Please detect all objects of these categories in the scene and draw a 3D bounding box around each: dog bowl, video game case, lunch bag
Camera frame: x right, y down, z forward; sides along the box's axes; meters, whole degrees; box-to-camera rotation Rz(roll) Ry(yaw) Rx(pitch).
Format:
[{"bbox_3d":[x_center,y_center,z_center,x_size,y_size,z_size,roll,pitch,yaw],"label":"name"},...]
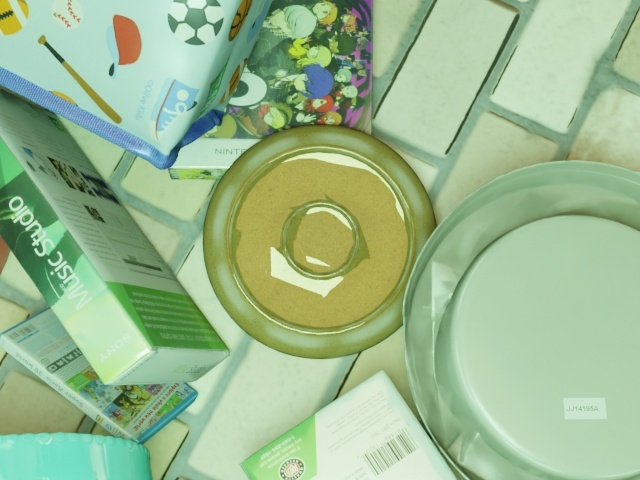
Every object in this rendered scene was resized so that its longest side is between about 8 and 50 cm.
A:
[{"bbox_3d":[0.241,0.104,1.108,0.349,0.102,0.349,1,73,-3],"label":"dog bowl"},{"bbox_3d":[-0.050,-0.175,1.229,0.210,0.042,0.232,2,75,-1],"label":"video game case"},{"bbox_3d":[-0.210,0.123,1.119,0.166,0.119,0.015,36,115,10],"label":"video game case"},{"bbox_3d":[-0.222,-0.306,1.069,0.385,0.239,0.328,25,110,3],"label":"lunch bag"}]

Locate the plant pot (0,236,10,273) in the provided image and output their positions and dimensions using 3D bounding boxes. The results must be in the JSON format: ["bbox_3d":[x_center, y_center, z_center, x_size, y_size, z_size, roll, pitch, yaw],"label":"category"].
[{"bbox_3d":[-0.449,-0.049,1.096,0.275,0.243,0.275,0,75,1],"label":"plant pot"}]

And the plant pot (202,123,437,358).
[{"bbox_3d":[0.000,0.000,1.162,0.236,0.032,0.236,0,88,0],"label":"plant pot"}]

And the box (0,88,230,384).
[{"bbox_3d":[-0.226,-0.007,1.087,0.058,0.232,0.322,-40,77,5],"label":"box"}]

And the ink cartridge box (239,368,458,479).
[{"bbox_3d":[0.052,0.257,1.085,0.160,0.092,0.219,-32,77,-7],"label":"ink cartridge box"}]

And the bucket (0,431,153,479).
[{"bbox_3d":[-0.262,0.278,0.999,0.281,0.281,0.183,-7,69,-1],"label":"bucket"}]
